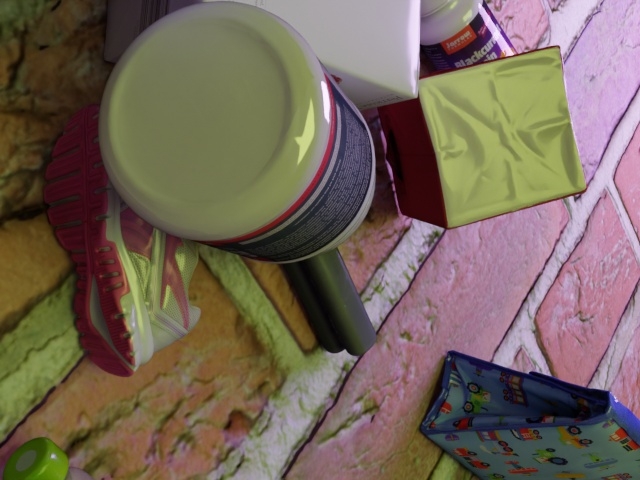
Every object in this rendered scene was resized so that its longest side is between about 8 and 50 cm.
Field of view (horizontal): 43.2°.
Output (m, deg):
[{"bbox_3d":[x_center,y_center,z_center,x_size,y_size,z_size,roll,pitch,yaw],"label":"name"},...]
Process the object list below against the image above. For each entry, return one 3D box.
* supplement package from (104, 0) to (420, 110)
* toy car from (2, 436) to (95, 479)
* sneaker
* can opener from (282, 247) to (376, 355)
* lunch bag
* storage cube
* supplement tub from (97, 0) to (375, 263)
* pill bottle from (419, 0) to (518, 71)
[{"bbox_3d":[-0.050,-0.250,0.855,0.293,0.177,0.175,9,81,-43],"label":"supplement package"},{"bbox_3d":[-0.251,0.296,0.683,0.188,0.149,0.155,-38,125,-11],"label":"toy car"},{"bbox_3d":[-0.182,-0.005,0.775,0.111,0.103,0.252,-19,107,-48],"label":"sneaker"},{"bbox_3d":[0.000,0.000,0.959,0.095,0.076,0.283,-42,116,-37],"label":"can opener"},{"bbox_3d":[0.328,0.267,1.107,0.221,0.293,0.138,42,60,-34],"label":"lunch bag"},{"bbox_3d":[0.198,-0.132,1.028,0.215,0.193,0.184,-14,99,-7],"label":"storage cube"},{"bbox_3d":[-0.056,-0.080,0.735,0.272,0.191,0.191,27,65,-73],"label":"supplement tub"},{"bbox_3d":[0.198,-0.291,1.147,0.193,0.108,0.108,46,58,-32],"label":"pill bottle"}]
